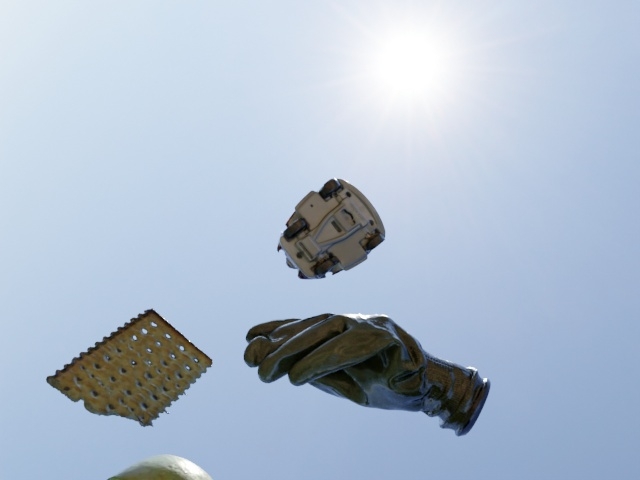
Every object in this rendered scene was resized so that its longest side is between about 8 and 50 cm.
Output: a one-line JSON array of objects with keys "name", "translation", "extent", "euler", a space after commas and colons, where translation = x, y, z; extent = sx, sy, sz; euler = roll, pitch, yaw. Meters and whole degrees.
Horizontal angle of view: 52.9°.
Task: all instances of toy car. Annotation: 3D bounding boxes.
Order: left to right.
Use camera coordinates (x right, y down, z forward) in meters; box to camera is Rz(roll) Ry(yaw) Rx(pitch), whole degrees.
[{"name": "toy car", "translation": [0.000, 0.000, 0.840], "extent": [0.139, 0.112, 0.112], "euler": [-37, 177, -31]}]

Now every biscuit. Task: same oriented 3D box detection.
[{"name": "biscuit", "translation": [-0.248, 0.179, 0.883], "extent": [0.016, 0.144, 0.203], "euler": [-56, 173, 32]}]

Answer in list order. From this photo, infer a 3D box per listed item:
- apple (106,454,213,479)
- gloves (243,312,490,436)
[{"name": "apple", "translation": [-0.255, 0.451, 0.973], "extent": [0.246, 0.246, 0.226], "euler": [-32, -104, 29]}, {"name": "gloves", "translation": [0.048, 0.135, 0.703], "extent": [0.135, 0.268, 0.107], "euler": [103, 1, -51]}]
